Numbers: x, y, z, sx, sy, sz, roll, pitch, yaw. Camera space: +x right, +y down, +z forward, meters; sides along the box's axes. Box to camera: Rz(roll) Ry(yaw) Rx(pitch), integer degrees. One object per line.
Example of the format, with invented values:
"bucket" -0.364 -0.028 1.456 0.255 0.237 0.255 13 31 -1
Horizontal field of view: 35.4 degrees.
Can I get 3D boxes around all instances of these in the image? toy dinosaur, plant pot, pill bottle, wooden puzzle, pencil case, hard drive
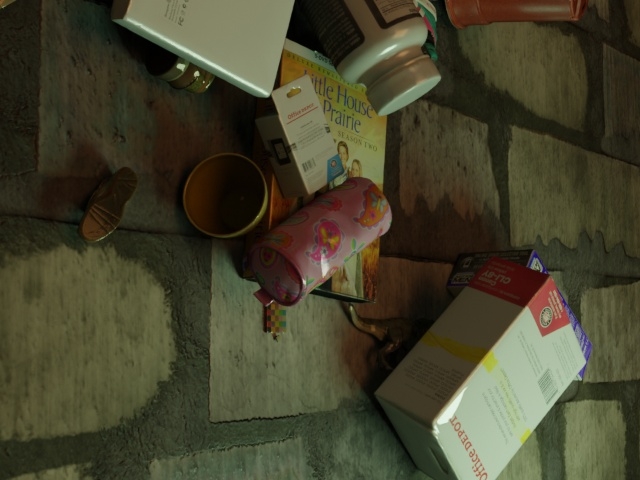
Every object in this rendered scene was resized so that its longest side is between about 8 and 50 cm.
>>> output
"toy dinosaur" 0.138 0.196 1.938 0.268 0.064 0.118 14 73 -44
"plant pot" 0.436 -0.583 2.154 0.272 0.265 0.273 -34 129 -57
"pill bottle" 0.077 -0.387 1.756 0.176 0.176 0.319 -24 83 -49
"plant pot" -0.139 -0.060 1.590 0.095 0.134 0.134 50 44 -72
"wooden puzzle" -0.077 0.133 1.721 0.049 0.006 0.083 6 81 -50
"pencil case" 0.000 0.000 1.653 0.284 0.124 0.124 -39 115 -43
"hard drive" -0.162 -0.361 1.492 0.307 0.040 0.203 22 79 -50

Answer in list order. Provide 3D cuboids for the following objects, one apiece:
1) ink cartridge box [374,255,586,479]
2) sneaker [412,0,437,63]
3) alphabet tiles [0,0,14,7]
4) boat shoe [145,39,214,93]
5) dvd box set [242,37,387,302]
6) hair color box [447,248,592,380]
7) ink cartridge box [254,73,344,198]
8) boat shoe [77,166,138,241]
"ink cartridge box" 0.316 0.267 1.948 0.385 0.160 0.279 -46 131 -20
"sneaker" 0.135 -0.404 1.952 0.295 0.123 0.179 16 65 -50
"alphabet tiles" -0.447 -0.442 1.339 0.198 0.009 0.237 -48 121 -41
"boat shoe" -0.194 -0.382 1.571 0.104 0.110 0.308 22 80 -51
"dvd box set" 0.001 -0.114 1.798 0.307 0.062 0.421 17 73 -48
"hair color box" 0.440 0.168 2.199 0.339 0.185 0.110 53 51 -32
"ink cartridge box" -0.039 -0.173 1.664 0.104 0.060 0.180 -35 110 -42
"boat shoe" -0.307 -0.047 1.433 0.050 0.045 0.135 48 49 -23
